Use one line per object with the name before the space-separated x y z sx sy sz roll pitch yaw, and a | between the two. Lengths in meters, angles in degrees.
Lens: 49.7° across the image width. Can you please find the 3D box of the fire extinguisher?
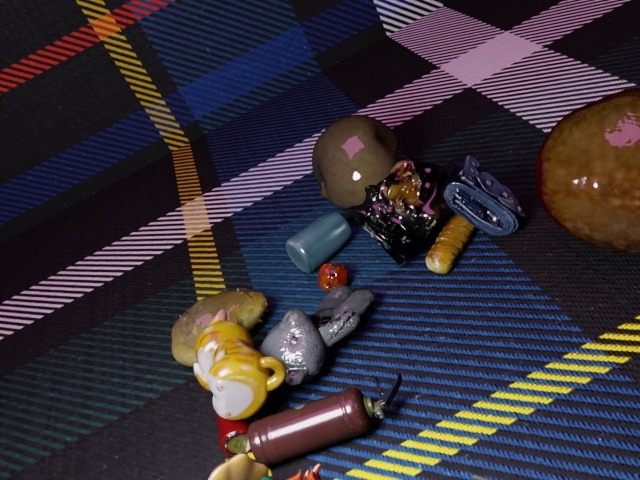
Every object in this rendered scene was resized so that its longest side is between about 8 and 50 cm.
fire extinguisher | 0.019 0.372 1.483 0.344 0.102 0.138 -22 30 10

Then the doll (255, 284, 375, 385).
doll | -0.020 0.204 1.705 0.340 0.158 0.246 -46 27 -25

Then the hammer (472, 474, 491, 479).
hammer | 0.318 0.437 1.234 0.110 0.019 0.035 6 45 47

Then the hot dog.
hot dog | 0.360 -0.024 1.831 0.083 0.068 0.289 7 44 34

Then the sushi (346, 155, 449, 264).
sushi | 0.246 -0.106 1.859 0.227 0.215 0.212 -33 -13 -41

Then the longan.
longan | 0.113 -0.243 2.150 0.289 0.288 0.350 -23 40 10

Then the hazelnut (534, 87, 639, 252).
hazelnut | 0.687 -0.154 1.508 0.421 0.352 0.421 -25 4 2

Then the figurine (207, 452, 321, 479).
figurine | -0.081 0.517 1.291 0.208 0.180 0.257 -15 26 -39

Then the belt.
belt | 0.413 -0.095 1.767 0.122 0.218 0.128 -45 16 47

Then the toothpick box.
toothpick box | 0.000 0.000 2.028 0.184 0.120 0.120 -38 32 -20

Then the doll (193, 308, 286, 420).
doll | -0.206 0.290 1.601 0.162 0.166 0.270 -16 31 -25

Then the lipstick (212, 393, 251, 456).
lipstick | -0.213 0.404 1.643 0.080 0.080 0.241 -29 31 -1

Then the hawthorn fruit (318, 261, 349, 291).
hawthorn fruit | 0.036 0.096 1.895 0.093 0.093 0.093 -20 32 13

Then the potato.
potato | -0.280 0.226 1.900 0.296 0.141 0.191 -29 34 -6
